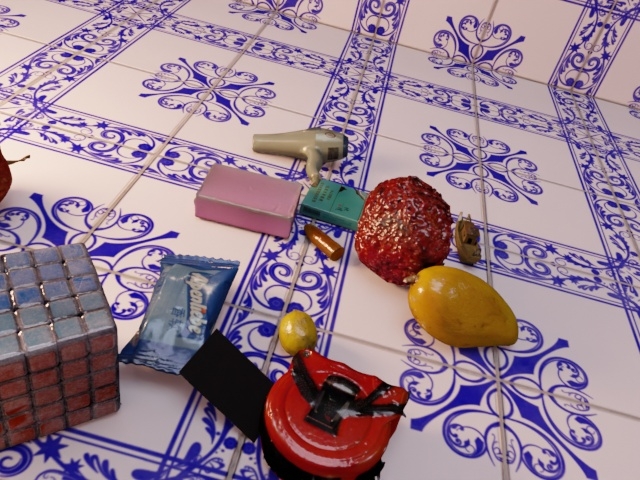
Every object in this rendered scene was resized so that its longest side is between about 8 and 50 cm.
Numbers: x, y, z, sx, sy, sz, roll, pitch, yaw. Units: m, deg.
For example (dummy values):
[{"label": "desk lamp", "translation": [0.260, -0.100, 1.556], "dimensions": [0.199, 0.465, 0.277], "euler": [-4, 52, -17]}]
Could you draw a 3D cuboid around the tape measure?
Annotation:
[{"label": "tape measure", "translation": [0.019, 0.331, 1.055], "dimensions": [0.253, 0.114, 0.260], "euler": [22, 38, 10]}]

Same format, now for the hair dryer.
[{"label": "hair dryer", "translation": [-0.086, -0.264, 1.764], "dimensions": [0.296, 0.119, 0.298], "euler": [13, 35, 17]}]

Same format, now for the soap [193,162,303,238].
[{"label": "soap", "translation": [-0.189, -0.108, 1.558], "dimensions": [0.259, 0.081, 0.181], "euler": [12, 37, -2]}]

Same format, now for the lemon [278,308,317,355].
[{"label": "lemon", "translation": [-0.048, 0.194, 1.230], "dimensions": [0.082, 0.082, 0.110], "euler": [0, 44, -18]}]

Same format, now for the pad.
[{"label": "pad", "translation": [-0.162, 0.269, 1.096], "dimensions": [0.190, 0.004, 0.127], "euler": [45, 40, -5]}]

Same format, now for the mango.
[{"label": "mango", "translation": [0.326, 0.159, 1.340], "dimensions": [0.317, 0.119, 0.176], "euler": [22, 69, -14]}]

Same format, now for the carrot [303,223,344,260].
[{"label": "carrot", "translation": [0.000, 0.000, 1.519], "dimensions": [0.048, 0.048, 0.139], "euler": [-22, 48, -38]}]

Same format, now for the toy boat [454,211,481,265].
[{"label": "toy boat", "translation": [0.416, -0.011, 1.644], "dimensions": [0.064, 0.072, 0.206], "euler": [13, 39, -6]}]

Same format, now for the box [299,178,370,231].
[{"label": "box", "translation": [0.071, -0.099, 1.663], "dimensions": [0.229, 0.041, 0.162], "euler": [18, 38, 5]}]

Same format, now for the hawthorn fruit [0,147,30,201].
[{"label": "hawthorn fruit", "translation": [-0.799, -0.166, 1.328], "dimensions": [0.242, 0.241, 0.272], "euler": [34, 34, 23]}]

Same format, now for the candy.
[{"label": "candy", "translation": [-0.284, 0.136, 1.195], "dimensions": [0.187, 0.077, 0.331], "euler": [8, 41, -1]}]

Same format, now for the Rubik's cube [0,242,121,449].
[{"label": "Rubik's cube", "translation": [-0.488, 0.173, 0.985], "dimensions": [0.237, 0.238, 0.237], "euler": [-13, 46, -33]}]

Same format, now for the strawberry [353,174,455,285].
[{"label": "strawberry", "translation": [0.225, -0.012, 1.437], "dimensions": [0.274, 0.274, 0.220], "euler": [-5, 17, -23]}]
